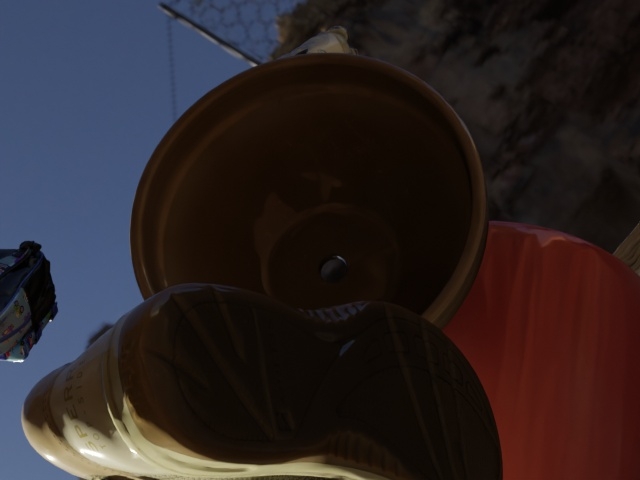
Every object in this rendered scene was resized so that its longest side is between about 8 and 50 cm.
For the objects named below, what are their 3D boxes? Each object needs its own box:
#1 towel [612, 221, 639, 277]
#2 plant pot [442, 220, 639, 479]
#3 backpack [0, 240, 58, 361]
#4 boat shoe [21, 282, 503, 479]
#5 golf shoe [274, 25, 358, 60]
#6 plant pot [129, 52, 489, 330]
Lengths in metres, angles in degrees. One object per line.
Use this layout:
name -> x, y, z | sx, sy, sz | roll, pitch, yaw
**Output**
towel -> 0.370, -0.024, 1.204 | 0.209, 0.034, 0.285 | -50, -21, 10
plant pot -> 0.123, 0.162, 0.921 | 0.275, 0.275, 0.243 | 67, -155, -44
backpack -> -0.402, 0.088, 1.426 | 0.173, 0.158, 0.117 | -71, -24, -54
boat shoe -> -0.012, 0.092, 0.632 | 0.098, 0.109, 0.302 | -25, -26, 32
golf shoe -> -0.038, -0.189, 1.445 | 0.176, 0.069, 0.086 | -36, -3, 42
plant pot -> 0.000, 0.000, 0.839 | 0.237, 0.237, 0.110 | -44, -27, -8
